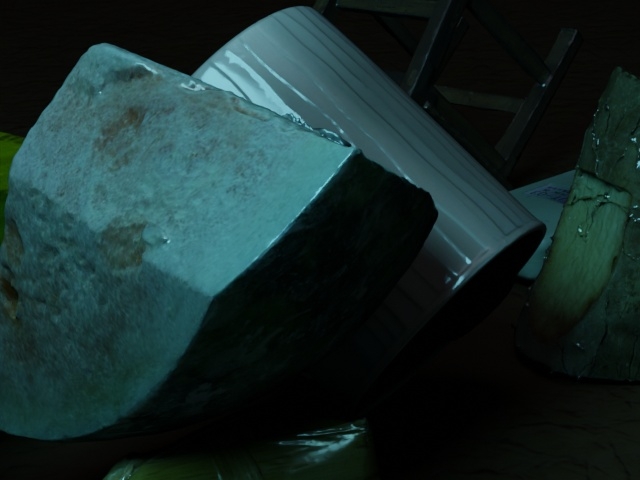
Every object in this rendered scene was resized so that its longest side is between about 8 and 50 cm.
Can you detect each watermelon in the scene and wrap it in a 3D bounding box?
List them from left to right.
[{"bbox_3d":[-0.095,-0.013,1.108,0.387,0.258,0.228,-35,-10,41],"label":"watermelon"}]

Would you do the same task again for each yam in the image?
[{"bbox_3d":[0.269,-0.004,1.377,0.154,0.254,0.154,18,11,-4],"label":"yam"}]

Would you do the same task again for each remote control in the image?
[{"bbox_3d":[0.267,-0.028,1.655,0.296,0.056,0.140,-17,26,-37],"label":"remote control"}]

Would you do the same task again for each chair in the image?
[{"bbox_3d":[0.082,-0.113,1.769,0.203,0.416,0.240,14,-18,37],"label":"chair"}]

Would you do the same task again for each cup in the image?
[{"bbox_3d":[0.014,-0.013,1.313,0.208,0.273,0.288,-42,-11,-10],"label":"cup"}]

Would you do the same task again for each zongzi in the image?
[{"bbox_3d":[-0.081,0.164,1.151,0.205,0.094,0.204,-12,12,-17],"label":"zongzi"}]

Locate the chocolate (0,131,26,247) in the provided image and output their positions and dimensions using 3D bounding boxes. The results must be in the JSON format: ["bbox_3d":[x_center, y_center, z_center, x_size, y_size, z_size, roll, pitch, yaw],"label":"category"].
[{"bbox_3d":[-0.316,0.013,1.520,0.301,0.137,0.289,16,28,38],"label":"chocolate"}]
